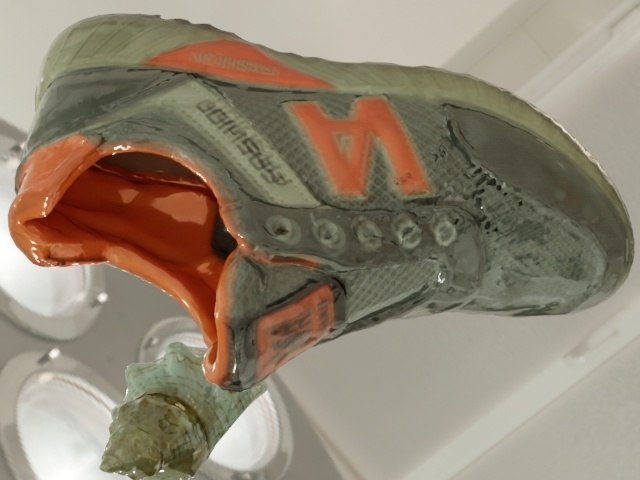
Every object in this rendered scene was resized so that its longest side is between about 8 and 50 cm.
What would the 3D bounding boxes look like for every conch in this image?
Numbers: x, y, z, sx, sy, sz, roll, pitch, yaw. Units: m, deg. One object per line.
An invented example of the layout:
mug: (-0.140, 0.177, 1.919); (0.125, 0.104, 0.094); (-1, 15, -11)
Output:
conch: (-0.181, 0.215, 1.187); (0.170, 0.203, 0.386); (64, -149, -17)

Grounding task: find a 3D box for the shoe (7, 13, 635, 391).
shoe: (0.000, 0.000, 0.423); (0.336, 0.132, 0.171); (15, -135, -2)
